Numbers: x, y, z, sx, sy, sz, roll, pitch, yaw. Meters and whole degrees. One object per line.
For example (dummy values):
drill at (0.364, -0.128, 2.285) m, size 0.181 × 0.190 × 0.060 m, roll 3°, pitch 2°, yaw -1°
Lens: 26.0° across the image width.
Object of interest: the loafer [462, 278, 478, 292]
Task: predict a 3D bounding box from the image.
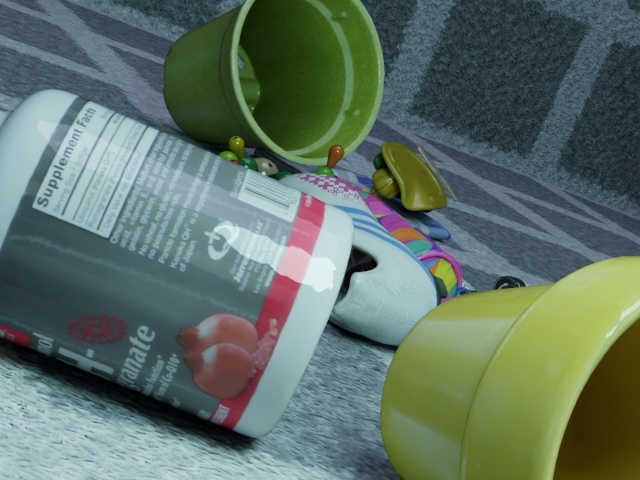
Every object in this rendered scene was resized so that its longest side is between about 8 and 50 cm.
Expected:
loafer at (0.182, 0.081, 1.673) m, size 0.125 × 0.045 × 0.039 m, roll 30°, pitch -6°, yaw -1°

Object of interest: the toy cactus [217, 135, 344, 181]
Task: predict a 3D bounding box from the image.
toy cactus at (-0.061, -0.089, 1.847) m, size 0.219 × 0.112 × 0.180 m, roll 6°, pitch 9°, yaw -33°

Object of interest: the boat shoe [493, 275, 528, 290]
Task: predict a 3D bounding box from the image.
boat shoe at (0.252, 0.076, 1.822) m, size 0.038 × 0.046 × 0.125 m, roll 24°, pitch 18°, yaw -23°

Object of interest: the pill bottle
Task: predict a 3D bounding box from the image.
pill bottle at (-0.151, 0.002, 0.967) m, size 0.318 × 0.176 × 0.176 m, roll 23°, pitch 11°, yaw -5°

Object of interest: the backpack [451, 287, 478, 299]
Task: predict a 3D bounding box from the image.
backpack at (0.173, 0.106, 1.363) m, size 0.120 × 0.098 × 0.101 m, roll 24°, pitch 7°, yaw 6°

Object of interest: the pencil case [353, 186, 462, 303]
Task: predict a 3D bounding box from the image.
pencil case at (0.069, 0.018, 1.583) m, size 0.104 × 0.104 × 0.236 m, roll 17°, pitch 10°, yaw -30°

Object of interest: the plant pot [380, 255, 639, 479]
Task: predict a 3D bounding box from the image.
plant pot at (0.170, 0.130, 0.917) m, size 0.254 × 0.254 × 0.239 m, roll 18°, pitch -4°, yaw -29°

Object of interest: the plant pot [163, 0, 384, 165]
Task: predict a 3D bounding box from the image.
plant pot at (-0.091, -0.238, 2.029) m, size 0.276 × 0.276 × 0.254 m, roll 15°, pitch -11°, yaw -38°

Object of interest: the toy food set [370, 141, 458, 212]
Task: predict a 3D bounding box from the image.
toy food set at (0.131, -0.083, 2.150) m, size 0.128 × 0.071 × 0.218 m, roll 55°, pitch 20°, yaw 11°

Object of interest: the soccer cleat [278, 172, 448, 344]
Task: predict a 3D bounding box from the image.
soccer cleat at (0.000, 0.000, 1.457) m, size 0.143 × 0.116 × 0.331 m, roll 16°, pitch 13°, yaw -36°

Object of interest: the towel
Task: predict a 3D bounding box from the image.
towel at (0.050, -0.070, 2.126) m, size 0.285 × 0.034 × 0.209 m, roll 12°, pitch 16°, yaw -47°
